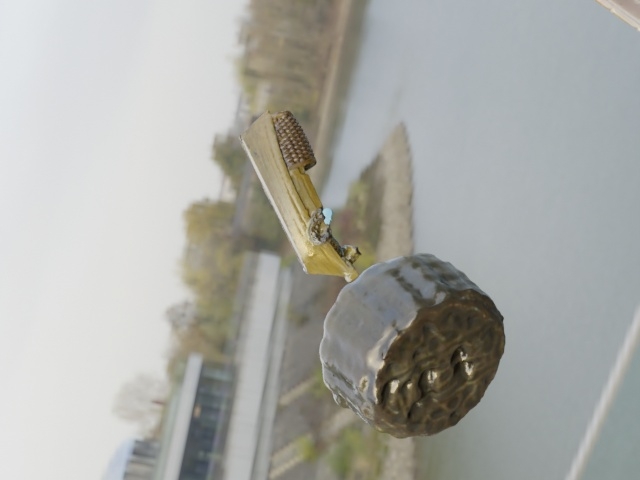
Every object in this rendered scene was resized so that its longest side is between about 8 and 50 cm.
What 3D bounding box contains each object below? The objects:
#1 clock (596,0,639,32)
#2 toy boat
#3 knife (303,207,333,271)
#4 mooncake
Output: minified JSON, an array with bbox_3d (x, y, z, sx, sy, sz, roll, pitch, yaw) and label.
[{"bbox_3d":[0.298,-0.256,1.031,0.166,0.235,0.309,-56,-40,-1],"label":"clock"},{"bbox_3d":[-0.013,-0.032,1.031,0.149,0.049,0.047,64,173,5],"label":"toy boat"},{"bbox_3d":[0.000,0.000,1.757,0.010,0.027,0.096,48,-128,-55],"label":"knife"},{"bbox_3d":[0.118,0.137,1.629,0.124,0.228,0.228,37,120,49],"label":"mooncake"}]
